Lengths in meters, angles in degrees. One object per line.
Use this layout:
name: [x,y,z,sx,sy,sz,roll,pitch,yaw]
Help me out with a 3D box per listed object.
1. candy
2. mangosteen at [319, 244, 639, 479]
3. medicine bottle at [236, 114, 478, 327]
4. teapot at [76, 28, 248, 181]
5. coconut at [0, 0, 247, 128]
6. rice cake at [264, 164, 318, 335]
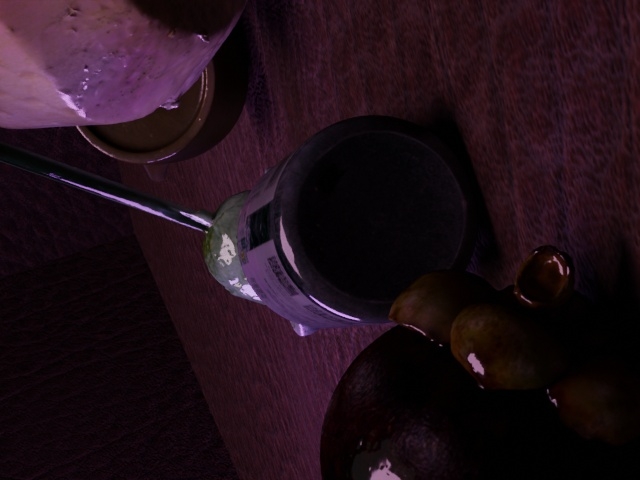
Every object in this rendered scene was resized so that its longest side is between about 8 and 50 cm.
candy: [-0.191,-0.047,1.538,0.119,0.440,0.119,-57,20,35]
mangosteen: [0.098,0.102,0.900,0.194,0.194,0.230,-129,50,-62]
medicine bottle: [0.014,-0.005,1.188,0.293,0.141,0.141,155,97,-79]
teapot: [-0.162,-0.190,1.727,0.175,0.186,0.267,-26,-48,-72]
coconut: [-0.244,-0.269,1.487,0.352,0.353,0.352,162,90,-79]
rice cake: [0.000,0.000,1.424,0.226,0.085,0.040,83,162,-51]
